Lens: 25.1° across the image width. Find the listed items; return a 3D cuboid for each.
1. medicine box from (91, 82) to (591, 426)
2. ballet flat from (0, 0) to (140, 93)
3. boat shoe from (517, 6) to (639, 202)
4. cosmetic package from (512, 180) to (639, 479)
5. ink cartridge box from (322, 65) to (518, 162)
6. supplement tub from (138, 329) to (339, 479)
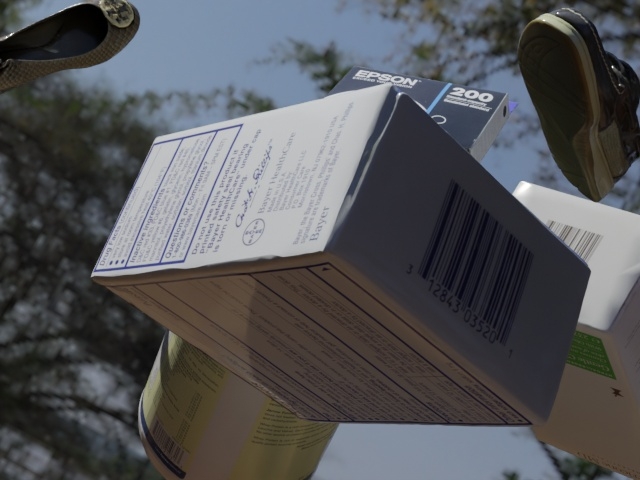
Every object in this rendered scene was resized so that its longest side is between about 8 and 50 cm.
[{"bbox_3d":[0.016,0.026,1.151,0.289,0.149,0.263,-6,-36,47],"label":"medicine box"},{"bbox_3d":[-0.327,-0.247,1.771,0.084,0.249,0.058,54,-31,16],"label":"ballet flat"},{"bbox_3d":[0.211,-0.115,1.121,0.080,0.073,0.223,44,-10,33],"label":"boat shoe"},{"bbox_3d":[0.317,0.115,1.640,0.197,0.155,0.365,18,-27,36],"label":"cosmetic package"},{"bbox_3d":[0.118,-0.161,1.751,0.206,0.208,0.045,13,-57,18],"label":"ink cartridge box"},{"bbox_3d":[-0.066,0.134,1.683,0.235,0.235,0.325,27,-52,4],"label":"supplement tub"}]
